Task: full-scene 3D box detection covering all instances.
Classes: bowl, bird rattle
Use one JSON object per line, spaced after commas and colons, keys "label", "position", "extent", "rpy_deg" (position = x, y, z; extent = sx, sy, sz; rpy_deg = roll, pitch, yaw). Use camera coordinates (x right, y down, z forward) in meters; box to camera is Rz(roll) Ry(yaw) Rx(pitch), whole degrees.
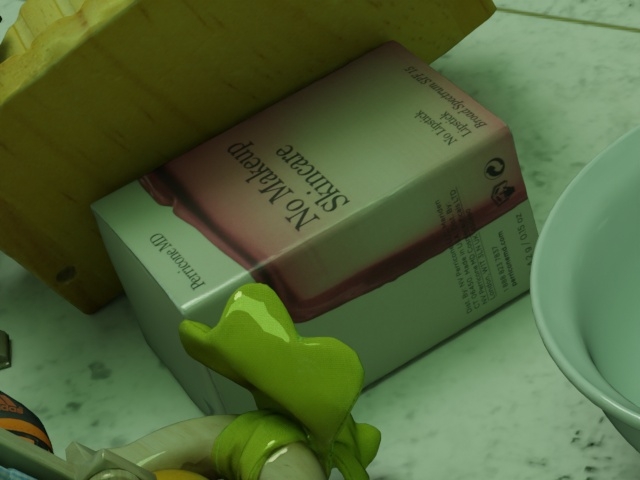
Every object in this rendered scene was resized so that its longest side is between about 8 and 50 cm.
{"label": "bowl", "position": [0.268, 0.046, 1.057], "extent": [0.298, 0.134, 0.298], "rpy_deg": [-12, 38, 9]}
{"label": "bird rattle", "position": [-0.048, 0.166, 1.047], "extent": [0.207, 0.143, 0.253], "rpy_deg": [-17, 48, 22]}

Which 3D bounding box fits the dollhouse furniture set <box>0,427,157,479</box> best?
{"label": "dollhouse furniture set", "position": [-0.261, 0.189, 0.924], "extent": [0.303, 0.286, 0.198], "rpy_deg": [-44, 31, 22]}

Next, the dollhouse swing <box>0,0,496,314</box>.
{"label": "dollhouse swing", "position": [-0.119, -0.186, 1.338], "extent": [0.347, 0.315, 0.305], "rpy_deg": [-36, 59, 4]}

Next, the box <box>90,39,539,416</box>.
{"label": "box", "position": [0.000, 0.000, 1.236], "extent": [0.232, 0.127, 0.148], "rpy_deg": [-30, 39, -14]}

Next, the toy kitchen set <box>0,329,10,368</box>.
{"label": "toy kitchen set", "position": [-0.250, 0.061, 1.310], "extent": [0.068, 0.075, 0.083], "rpy_deg": [-16, 42, 3]}

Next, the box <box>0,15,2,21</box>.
{"label": "box", "position": [-0.347, -0.115, 1.385], "extent": [0.165, 0.143, 0.270], "rpy_deg": [-55, 4, 12]}

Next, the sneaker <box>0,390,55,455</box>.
{"label": "sneaker", "position": [-0.300, 0.178, 1.172], "extent": [0.321, 0.124, 0.180], "rpy_deg": [-14, 26, 6]}
